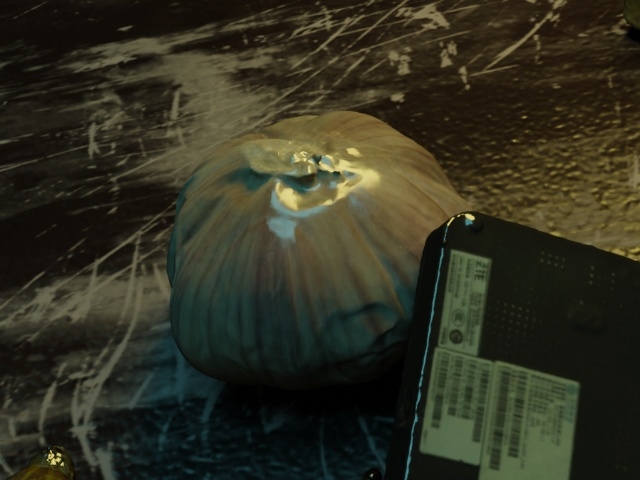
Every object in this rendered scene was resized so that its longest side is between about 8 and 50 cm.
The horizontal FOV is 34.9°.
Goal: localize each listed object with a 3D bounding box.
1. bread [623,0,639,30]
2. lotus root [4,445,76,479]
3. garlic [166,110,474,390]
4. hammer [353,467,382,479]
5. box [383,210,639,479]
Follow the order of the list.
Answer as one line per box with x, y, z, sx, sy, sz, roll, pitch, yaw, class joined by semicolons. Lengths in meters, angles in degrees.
0.538;-0.327;1.167;0.279;0.207;0.279;-34;52;-16;bread
-0.261;0.281;0.915;0.120;0.120;0.209;-8;51;8;lotus root
0.000;0.000;0.995;0.318;0.259;0.317;-9;52;12;garlic
0.089;0.272;0.899;0.178;0.021;0.065;33;65;32;hammer
0.165;0.161;0.831;0.211;0.058;0.350;15;69;-10;box
